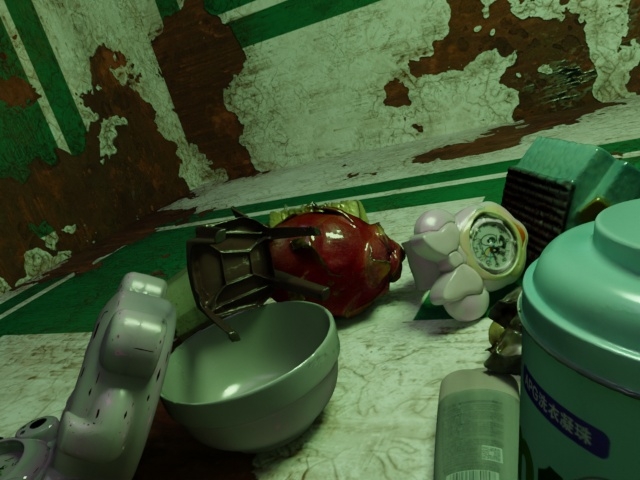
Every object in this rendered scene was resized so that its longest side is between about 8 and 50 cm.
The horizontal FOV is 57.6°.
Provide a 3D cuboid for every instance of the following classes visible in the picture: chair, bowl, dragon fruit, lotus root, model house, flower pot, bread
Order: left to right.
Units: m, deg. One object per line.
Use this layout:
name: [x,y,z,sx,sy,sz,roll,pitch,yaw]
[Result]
flower pot: [-0.252,0.131,1.308,0.203,0.212,0.212,-36,21,-10]
chair: [-0.147,0.037,1.006,0.183,0.175,0.326,-12,10,-30]
bowl: [-0.097,0.224,0.913,0.287,0.143,0.287,-15,18,5]
bread: [0.000,0.000,1.549,0.266,0.142,0.178,-8,60,23]
dragon fruit: [0.005,0.048,1.190,0.315,0.250,0.250,23,18,-6]
lotus root: [0.306,0.141,0.912,0.073,0.062,0.150,24,42,32]
model house: [0.478,-0.033,1.115,0.248,0.230,0.280,-58,11,10]

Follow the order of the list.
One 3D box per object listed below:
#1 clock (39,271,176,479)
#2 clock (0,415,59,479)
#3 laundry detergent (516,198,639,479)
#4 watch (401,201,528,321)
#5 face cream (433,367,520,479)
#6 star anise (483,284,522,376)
clock: [-0.302,0.222,0.839,0.113,0.322,0.295,18,8,-18]
clock: [-0.530,0.396,0.906,0.248,0.090,0.227,-20,17,-3]
laundry detergent: [0.303,0.132,0.456,0.287,0.305,0.287,-5,17,1]
watch: [0.254,0.040,1.123,0.248,0.211,0.217,-18,-2,-24]
face cream: [0.187,0.247,0.686,0.107,0.073,0.269,-6,20,17]
star anise: [0.381,0.120,0.773,0.332,0.117,0.331,-5,28,3]
